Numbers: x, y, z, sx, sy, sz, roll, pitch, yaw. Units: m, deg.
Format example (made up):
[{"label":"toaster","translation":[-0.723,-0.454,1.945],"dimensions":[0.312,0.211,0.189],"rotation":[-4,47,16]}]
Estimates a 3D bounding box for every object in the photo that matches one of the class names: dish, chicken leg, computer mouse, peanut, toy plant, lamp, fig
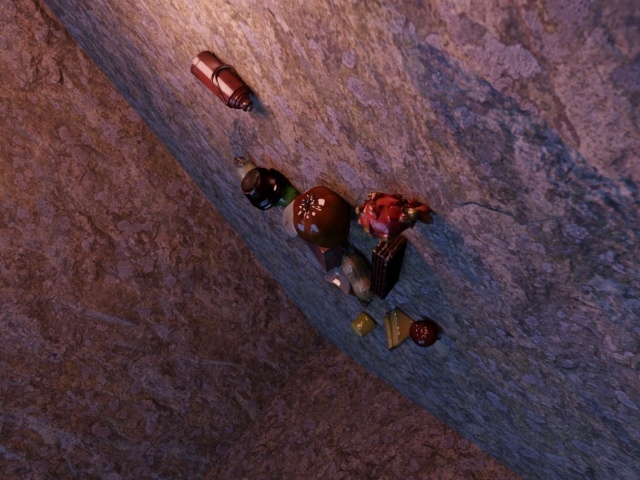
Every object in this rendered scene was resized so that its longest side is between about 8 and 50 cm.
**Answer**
[{"label":"dish","translation":[0.093,0.136,1.966],"dimensions":[0.151,0.077,0.213],"rotation":[34,150,29]},{"label":"chicken leg","translation":[0.154,0.245,2.117],"dimensions":[0.251,0.087,0.107],"rotation":[42,175,-13]},{"label":"computer mouse","translation":[-0.079,-0.097,1.670],"dimensions":[0.231,0.079,0.128],"rotation":[-45,68,41]},{"label":"peanut","translation":[0.170,0.154,1.800],"dimensions":[0.123,0.123,0.257],"rotation":[21,150,53]},{"label":"toy plant","translation":[-0.206,-0.202,1.769],"dimensions":[0.218,0.176,0.235],"rotation":[17,174,46]},{"label":"lamp","translation":[-0.310,-0.279,1.921],"dimensions":[0.101,0.101,0.250],"rotation":[31,162,37]},{"label":"fig","translation":[0.449,0.380,1.763],"dimensions":[0.119,0.152,0.119],"rotation":[178,90,-71]}]

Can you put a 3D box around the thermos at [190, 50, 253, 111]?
[{"label":"thermos","translation":[-0.305,-0.497,1.384],"dimensions":[0.232,0.099,0.124],"rotation":[44,159,5]}]

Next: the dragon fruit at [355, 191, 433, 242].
[{"label":"dragon fruit","translation":[0.204,-0.067,1.172],"dimensions":[0.207,0.150,0.133],"rotation":[4,143,26]}]

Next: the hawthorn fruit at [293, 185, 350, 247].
[{"label":"hawthorn fruit","translation":[0.018,-0.073,1.517],"dimensions":[0.208,0.208,0.248],"rotation":[31,175,39]}]

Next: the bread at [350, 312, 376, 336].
[{"label":"bread","translation":[0.241,0.475,2.411],"dimensions":[0.111,0.114,0.129],"rotation":[52,160,-1]}]

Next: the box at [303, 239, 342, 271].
[{"label":"box","translation":[0.000,0.000,1.797],"dimensions":[0.215,0.086,0.215],"rotation":[54,168,25]}]

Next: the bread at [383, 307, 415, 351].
[{"label":"bread","translation":[0.371,0.428,2.017],"dimensions":[0.141,0.178,0.266],"rotation":[9,160,4]}]

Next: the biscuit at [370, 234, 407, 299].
[{"label":"biscuit","translation":[0.236,0.097,1.520],"dimensions":[0.073,0.107,0.388],"rotation":[35,161,19]}]
